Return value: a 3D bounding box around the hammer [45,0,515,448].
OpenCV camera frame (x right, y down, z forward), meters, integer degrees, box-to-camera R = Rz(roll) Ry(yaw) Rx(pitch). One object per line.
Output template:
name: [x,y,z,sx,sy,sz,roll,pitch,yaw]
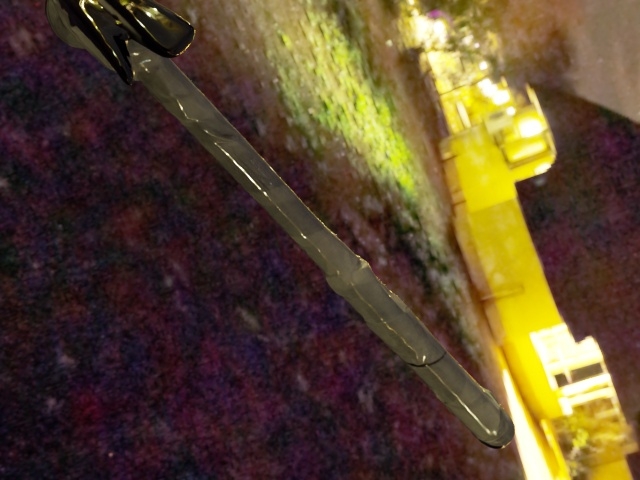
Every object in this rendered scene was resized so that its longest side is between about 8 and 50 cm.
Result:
hammer: [-0.001,0.001,0.480,0.427,0.044,0.152,46,-5,-28]
